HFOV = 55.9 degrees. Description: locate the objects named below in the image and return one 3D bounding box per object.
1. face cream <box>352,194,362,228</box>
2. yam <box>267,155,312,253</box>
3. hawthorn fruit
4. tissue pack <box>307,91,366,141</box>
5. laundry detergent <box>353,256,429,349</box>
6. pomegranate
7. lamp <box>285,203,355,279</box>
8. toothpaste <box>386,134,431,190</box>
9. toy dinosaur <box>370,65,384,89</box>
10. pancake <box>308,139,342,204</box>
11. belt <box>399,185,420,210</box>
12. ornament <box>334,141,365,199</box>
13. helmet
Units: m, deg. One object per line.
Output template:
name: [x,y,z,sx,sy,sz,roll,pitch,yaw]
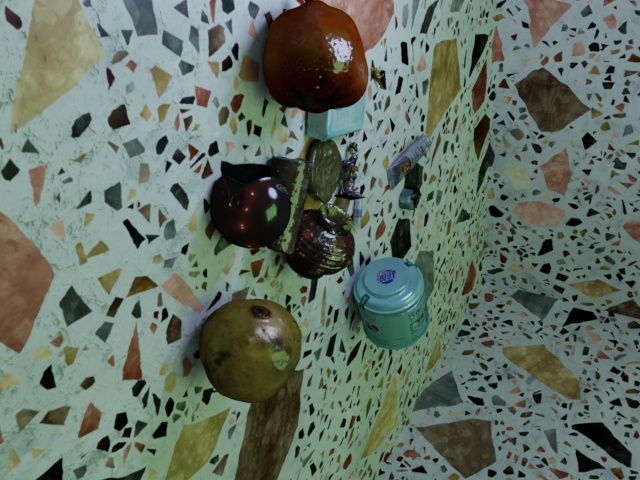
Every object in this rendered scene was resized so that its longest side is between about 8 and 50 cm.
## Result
face cream: [0.141,-0.109,2.281,0.034,0.034,0.130,-23,122,-57]
yam: [-0.107,-0.108,1.732,0.131,0.131,0.280,7,96,-62]
hawthorn fruit: [-0.011,-0.478,1.601,0.295,0.295,0.311,71,18,-46]
tissue pack: [0.053,-0.425,1.921,0.263,0.089,0.177,-32,130,-56]
laundry detergent: [0.288,0.241,2.441,0.287,0.287,0.305,-57,147,-32]
pomegranate: [-0.182,0.286,1.605,0.281,0.281,0.281,-35,132,-51]
lamp: [0.000,0.000,1.862,0.247,0.247,0.247,-35,132,-51]
toothpaste: [0.373,-0.343,2.579,0.299,0.073,0.114,-48,141,-30]
toy dinosaur: [0.212,-0.598,2.195,0.113,0.026,0.041,44,70,-49]
pancake: [0.011,-0.228,1.979,0.236,0.042,0.222,-15,110,-63]
belt: [0.402,-0.190,2.701,0.140,0.058,0.105,-37,130,-50]
ornament: [0.099,-0.245,2.114,0.081,0.088,0.203,0,90,-37]
helmet: [-0.178,-0.076,1.567,0.216,0.193,0.189,-36,155,15]
